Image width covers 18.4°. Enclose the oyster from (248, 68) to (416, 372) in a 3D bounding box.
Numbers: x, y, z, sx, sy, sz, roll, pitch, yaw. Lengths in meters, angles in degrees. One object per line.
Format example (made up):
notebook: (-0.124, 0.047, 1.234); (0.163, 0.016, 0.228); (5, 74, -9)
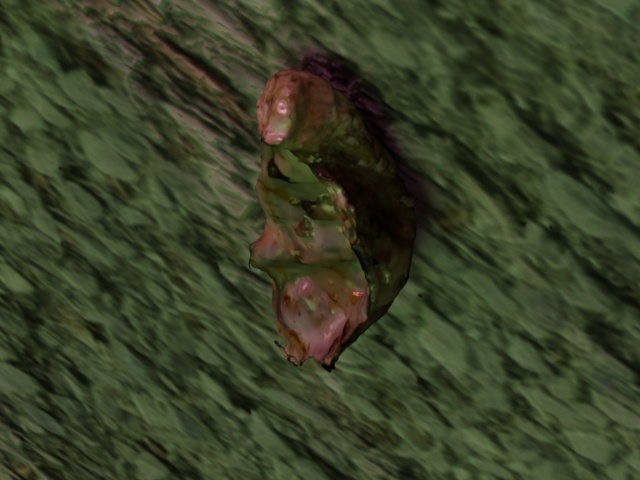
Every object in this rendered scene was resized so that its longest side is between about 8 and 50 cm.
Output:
oyster: (-0.001, -0.006, 1.487); (0.166, 0.094, 0.294); (48, 155, 11)
